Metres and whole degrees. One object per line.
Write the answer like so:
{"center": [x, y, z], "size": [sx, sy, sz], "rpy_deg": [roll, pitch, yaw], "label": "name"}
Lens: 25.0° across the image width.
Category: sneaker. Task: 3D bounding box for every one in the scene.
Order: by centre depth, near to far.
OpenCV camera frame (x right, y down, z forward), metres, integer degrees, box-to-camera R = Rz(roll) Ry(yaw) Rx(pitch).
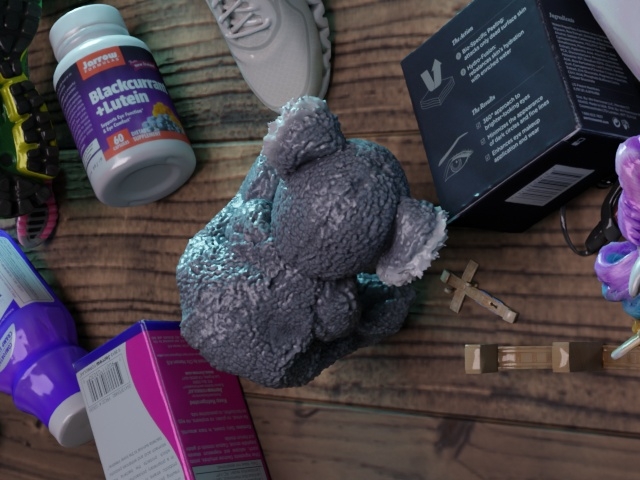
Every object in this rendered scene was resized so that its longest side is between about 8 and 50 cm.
{"center": [-0.080, -0.245, 1.320], "size": [0.110, 0.118, 0.292], "rpy_deg": [-15, 103, 30], "label": "sneaker"}
{"center": [-0.368, -0.187, 1.521], "size": [0.146, 0.134, 0.343], "rpy_deg": [-13, 82, 64], "label": "sneaker"}
{"center": [-0.323, -0.051, 1.610], "size": [0.057, 0.047, 0.119], "rpy_deg": [1, 84, 54], "label": "sneaker"}

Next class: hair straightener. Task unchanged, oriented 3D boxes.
{"center": [0.259, -0.082, 1.126], "size": [0.230, 0.047, 0.089], "rpy_deg": [-58, 42, 29], "label": "hair straightener"}

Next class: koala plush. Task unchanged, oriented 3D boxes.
{"center": [0.000, 0.000, 1.175], "size": [0.196, 0.203, 0.221], "rpy_deg": [48, 135, 4], "label": "koala plush"}

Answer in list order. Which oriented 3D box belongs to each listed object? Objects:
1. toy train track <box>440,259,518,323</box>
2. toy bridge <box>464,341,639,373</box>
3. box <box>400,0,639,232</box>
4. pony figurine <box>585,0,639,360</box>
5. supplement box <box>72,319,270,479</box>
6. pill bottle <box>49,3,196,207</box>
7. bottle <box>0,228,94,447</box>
{"center": [0.133, 0.048, 1.235], "size": [0.083, 0.014, 0.048], "rpy_deg": [32, 108, 36], "label": "toy train track"}
{"center": [0.204, 0.093, 1.141], "size": [0.188, 0.063, 0.026], "rpy_deg": [-3, 86, 39], "label": "toy bridge"}
{"center": [0.160, -0.111, 1.142], "size": [0.156, 0.093, 0.158], "rpy_deg": [-37, 58, 44], "label": "box"}
{"center": [0.301, -0.119, 0.923], "size": [0.363, 0.303, 0.351], "rpy_deg": [-24, 91, 9], "label": "pony figurine"}
{"center": [-0.138, 0.198, 1.393], "size": [0.111, 0.114, 0.220], "rpy_deg": [-31, 68, 34], "label": "supplement box"}
{"center": [-0.208, -0.140, 1.468], "size": [0.108, 0.108, 0.193], "rpy_deg": [-39, 65, 32], "label": "pill bottle"}
{"center": [-0.326, 0.105, 1.566], "size": [0.283, 0.092, 0.118], "rpy_deg": [47, 116, 31], "label": "bottle"}
